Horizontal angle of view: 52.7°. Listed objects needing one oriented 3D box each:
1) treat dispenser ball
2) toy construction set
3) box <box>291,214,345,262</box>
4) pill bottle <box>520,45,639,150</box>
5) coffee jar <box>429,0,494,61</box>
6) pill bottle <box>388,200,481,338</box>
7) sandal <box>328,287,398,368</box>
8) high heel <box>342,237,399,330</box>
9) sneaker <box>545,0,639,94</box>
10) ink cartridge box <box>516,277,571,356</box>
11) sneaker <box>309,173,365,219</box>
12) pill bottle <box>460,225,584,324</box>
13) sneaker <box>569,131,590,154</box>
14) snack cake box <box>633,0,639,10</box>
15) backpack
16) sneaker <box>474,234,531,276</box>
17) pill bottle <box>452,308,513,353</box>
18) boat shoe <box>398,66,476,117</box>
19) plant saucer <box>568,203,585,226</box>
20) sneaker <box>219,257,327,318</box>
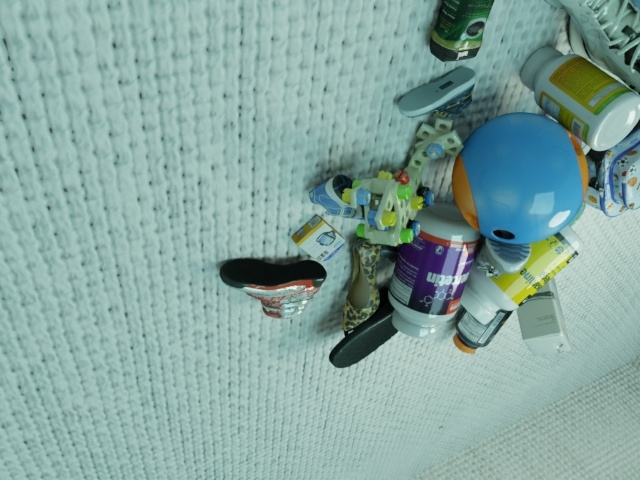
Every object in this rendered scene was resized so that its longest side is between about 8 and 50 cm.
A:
[{"bbox_3d":[0.434,-0.135,1.417,0.288,0.288,0.288,-22,142,-19],"label":"treat dispenser ball"},{"bbox_3d":[0.175,-0.116,1.374,0.328,0.151,0.215,-47,137,-27],"label":"toy construction set"},{"bbox_3d":[0.000,0.000,1.481,0.081,0.028,0.136,-41,147,6],"label":"box"},{"bbox_3d":[0.553,-0.316,1.395,0.136,0.246,0.136,-23,143,-19],"label":"pill bottle"},{"bbox_3d":[0.265,-0.420,1.183,0.096,0.079,0.184,-17,139,-28],"label":"coffee jar"},{"bbox_3d":[0.274,0.076,1.604,0.181,0.181,0.323,-7,120,-35],"label":"pill bottle"},{"bbox_3d":[0.178,0.191,1.796,0.446,0.107,0.167,-37,148,-21],"label":"sandal"},{"bbox_3d":[0.084,0.108,1.605,0.186,0.093,0.261,17,104,-54],"label":"high heel"},{"bbox_3d":[0.596,-0.451,1.270,0.169,0.257,0.447,-46,143,13],"label":"sneaker"},{"bbox_3d":[0.682,0.195,2.024,0.121,0.289,0.211,-16,150,22],"label":"ink cartridge box"},{"bbox_3d":[0.052,-0.089,1.399,0.081,0.080,0.211,-15,158,26],"label":"sneaker"},{"bbox_3d":[0.514,0.064,1.723,0.334,0.188,0.188,-45,143,12],"label":"pill bottle"},{"bbox_3d":[0.603,-0.295,1.559,0.282,0.102,0.161,-40,116,-19],"label":"sneaker"},{"bbox_3d":[0.756,-0.581,1.402,0.152,0.089,0.264,-32,144,-2],"label":"snack cake box"},{"bbox_3d":[0.823,-0.200,1.766,0.276,0.213,0.263,-29,138,-10],"label":"backpack"},{"bbox_3d":[0.427,0.041,1.544,0.105,0.281,0.115,13,104,3],"label":"sneaker"},{"bbox_3d":[0.529,0.262,2.124,0.130,0.130,0.246,-5,134,-36],"label":"pill bottle"},{"bbox_3d":[0.244,-0.281,1.333,0.183,0.065,0.083,-28,142,-13],"label":"boat shoe"},{"bbox_3d":[0.766,-0.078,2.018,0.195,0.037,0.195,-22,141,-19],"label":"plant saucer"},{"bbox_3d":[-0.121,0.118,1.459,0.270,0.090,0.145,0,133,-38],"label":"sneaker"}]
